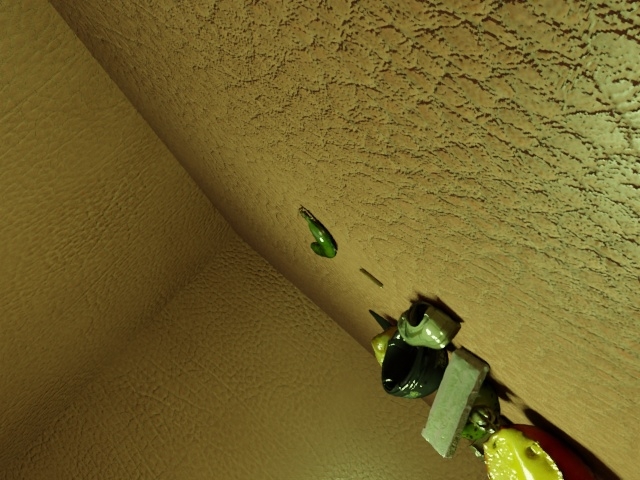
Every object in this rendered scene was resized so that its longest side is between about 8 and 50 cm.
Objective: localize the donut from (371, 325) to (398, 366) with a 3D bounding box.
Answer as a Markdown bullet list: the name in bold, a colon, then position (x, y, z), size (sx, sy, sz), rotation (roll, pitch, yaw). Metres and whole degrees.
- **donut**: position (0.302, 0.439, 1.894), size (0.209, 0.128, 0.261), rotation (26, 147, 52)

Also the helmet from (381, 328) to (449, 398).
- **helmet**: position (0.308, 0.376, 1.537), size (0.161, 0.230, 0.279), rotation (24, 151, -16)

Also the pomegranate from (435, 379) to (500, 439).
- **pomegranate**: position (0.449, 0.499, 1.489), size (0.202, 0.202, 0.248), rotation (45, 177, -10)

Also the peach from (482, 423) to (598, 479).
- **peach**: position (0.601, 0.657, 1.380), size (0.338, 0.281, 0.281), rotation (44, 170, -4)

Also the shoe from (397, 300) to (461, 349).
- **shoe**: position (0.262, 0.211, 1.319), size (0.098, 0.103, 0.275), rotation (46, 164, -6)

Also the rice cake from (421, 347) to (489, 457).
- **rice cake**: position (0.374, 0.455, 1.411), size (0.050, 0.297, 0.106), rotation (8, -165, -39)

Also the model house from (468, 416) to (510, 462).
- **model house**: position (0.669, 0.760, 1.748), size (0.248, 0.176, 0.181), rotation (44, 171, 25)

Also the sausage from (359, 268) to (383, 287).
- **sausage**: position (0.158, 0.118, 1.561), size (0.100, 0.015, 0.015), rotation (39, 169, 23)

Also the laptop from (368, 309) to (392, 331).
- **laptop**: position (0.288, 0.374, 2.114), size (0.197, 0.016, 0.135), rotation (49, 167, -32)

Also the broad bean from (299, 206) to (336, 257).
- **broad bean**: position (0.000, 0.000, 1.618), size (0.144, 0.049, 0.292), rotation (46, 170, 23)
